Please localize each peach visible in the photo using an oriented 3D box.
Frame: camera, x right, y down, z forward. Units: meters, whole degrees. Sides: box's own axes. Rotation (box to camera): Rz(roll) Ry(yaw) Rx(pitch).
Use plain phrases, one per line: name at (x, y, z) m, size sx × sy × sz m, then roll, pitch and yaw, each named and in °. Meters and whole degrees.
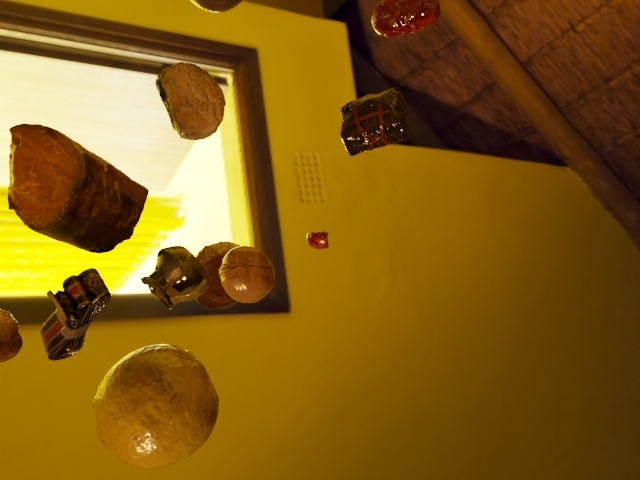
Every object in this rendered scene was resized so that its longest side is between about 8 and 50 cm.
peach at (0.000, 0.000, 1.869) m, size 0.083 × 0.077 × 0.050 m, roll -9°, pitch -105°, yaw 41°

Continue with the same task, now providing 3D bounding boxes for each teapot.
teapot at (-0.313, 0.086, 1.399) m, size 0.165 × 0.119 × 0.130 m, roll 25°, pitch -27°, yaw 43°

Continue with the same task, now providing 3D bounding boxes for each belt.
belt at (-0.617, 0.193, 1.580) m, size 0.094 × 0.126 × 0.359 m, roll 55°, pitch -42°, yaw 11°

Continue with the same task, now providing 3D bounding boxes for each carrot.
carrot at (-0.613, -0.115, 1.575) m, size 0.241 × 0.340 × 0.242 m, roll -16°, pitch -120°, yaw 30°

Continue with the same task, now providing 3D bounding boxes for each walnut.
walnut at (-0.215, 0.100, 1.862) m, size 0.197 × 0.165 × 0.165 m, roll 86°, pitch -1°, yaw -79°

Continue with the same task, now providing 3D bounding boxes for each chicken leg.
chicken leg at (-0.669, 0.158, 1.147) m, size 0.087 × 0.251 × 0.107 m, roll -65°, pitch -154°, yaw 18°

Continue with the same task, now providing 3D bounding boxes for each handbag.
handbag at (0.169, -0.370, 2.011) m, size 0.215 × 0.155 × 0.169 m, roll -16°, pitch -129°, yaw 18°

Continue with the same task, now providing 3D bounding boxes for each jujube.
jujube at (0.215, -0.580, 1.617) m, size 0.176 × 0.109 × 0.112 m, roll -12°, pitch -145°, yaw 21°

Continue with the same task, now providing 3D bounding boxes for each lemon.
lemon at (-0.487, 0.493, 1.878) m, size 0.387 × 0.350 × 0.350 m, roll -38°, pitch -135°, yaw 3°

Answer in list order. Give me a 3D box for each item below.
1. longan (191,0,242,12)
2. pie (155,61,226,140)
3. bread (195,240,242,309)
longan at (-0.158, -0.373, 0.901) m, size 0.106 × 0.119 × 0.106 m, roll 20°, pitch -50°, yaw 25°
pie at (-0.352, -0.392, 1.783) m, size 0.052 × 0.185 × 0.218 m, roll -5°, pitch -74°, yaw 62°
bread at (-0.343, 0.114, 2.198) m, size 0.134 × 0.244 × 0.245 m, roll 25°, pitch -70°, yaw 59°
